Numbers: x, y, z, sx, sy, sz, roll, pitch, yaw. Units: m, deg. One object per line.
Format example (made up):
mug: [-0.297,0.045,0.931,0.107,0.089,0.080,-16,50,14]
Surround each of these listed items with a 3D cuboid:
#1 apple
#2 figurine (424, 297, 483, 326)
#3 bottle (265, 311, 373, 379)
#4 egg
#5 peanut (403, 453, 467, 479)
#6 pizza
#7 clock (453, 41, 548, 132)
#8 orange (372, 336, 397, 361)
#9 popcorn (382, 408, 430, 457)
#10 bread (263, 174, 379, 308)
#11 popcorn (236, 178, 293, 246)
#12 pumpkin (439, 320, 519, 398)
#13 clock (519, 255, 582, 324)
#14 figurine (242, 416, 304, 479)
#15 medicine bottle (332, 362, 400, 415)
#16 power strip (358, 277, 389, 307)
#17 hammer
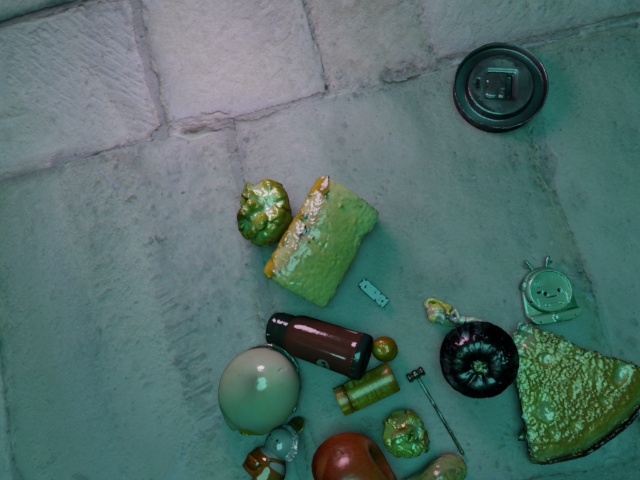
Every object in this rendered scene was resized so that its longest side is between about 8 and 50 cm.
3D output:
apple: [0.102,0.694,1.404,0.206,0.251,0.272,-34,48,-1]
figurine: [0.419,0.237,1.540,0.187,0.083,0.083,11,82,14]
bottle: [-0.013,0.317,1.522,0.336,0.144,0.144,15,83,18]
egg: [-0.212,0.462,1.510,0.286,0.174,0.264,-33,69,5]
peanut: [0.319,0.730,1.448,0.263,0.117,0.101,-33,59,3]
pizza: [0.741,0.497,1.458,0.435,0.080,0.392,20,83,10]
clock: [0.604,-0.514,1.643,0.312,0.061,0.312,-1,81,6]
orange: [0.204,0.345,1.541,0.083,0.070,0.083,-3,81,22]
popcorn: [0.253,0.589,1.477,0.135,0.162,0.141,-42,50,33]
bread: [0.000,0.000,1.547,0.236,0.165,0.375,34,84,-18]
popcorn: [-0.181,-0.088,1.586,0.183,0.204,0.221,5,56,-11]
pumpkin: [0.473,0.356,1.451,0.233,0.163,0.233,2,97,14]
clock: [0.708,0.155,1.522,0.159,0.066,0.211,-14,79,3]
figurine: [-0.141,0.673,1.505,0.271,0.143,0.143,-39,78,-26]
medicine bottle: [0.144,0.463,1.515,0.192,0.096,0.096,-26,79,2]
power strip: [0.175,0.173,1.593,0.111,0.029,0.038,43,88,13]
hammer: [0.367,0.537,1.518,0.058,0.029,0.292,-30,81,2]
